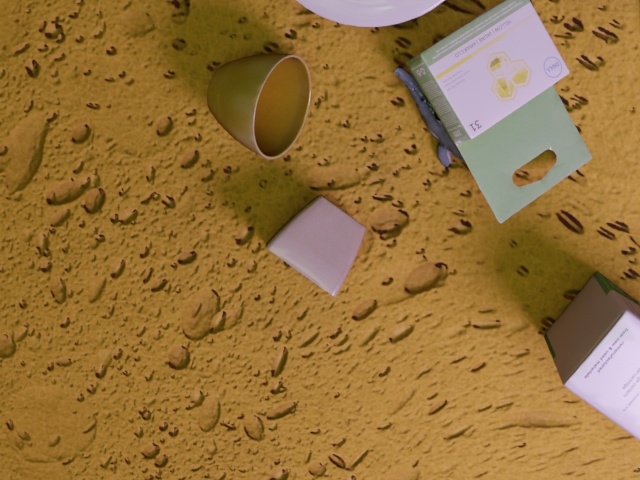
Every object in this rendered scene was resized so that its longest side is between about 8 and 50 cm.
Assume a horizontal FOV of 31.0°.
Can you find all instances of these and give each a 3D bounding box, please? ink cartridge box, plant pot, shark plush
[{"bbox_3d":[0.236,-0.165,1.430,0.171,0.056,0.235,-34,96,-18],"label":"ink cartridge box"},{"bbox_3d":[0.000,0.000,1.502,0.109,0.109,0.096,36,91,-3],"label":"plant pot"},{"bbox_3d":[0.158,-0.162,1.466,0.073,0.067,0.161,-28,99,11],"label":"shark plush"},{"bbox_3d":[-0.086,-0.180,1.465,0.095,0.134,0.134,19,105,26],"label":"plant pot"},{"bbox_3d":[0.439,0.188,1.446,0.289,0.211,0.121,36,101,-4],"label":"ink cartridge box"}]

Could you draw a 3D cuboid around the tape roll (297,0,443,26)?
[{"bbox_3d":[0.061,-0.405,1.378,0.286,0.100,0.286,1,114,3],"label":"tape roll"}]
